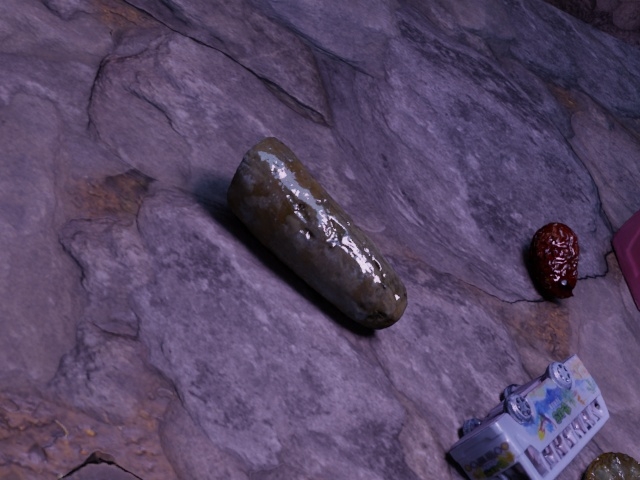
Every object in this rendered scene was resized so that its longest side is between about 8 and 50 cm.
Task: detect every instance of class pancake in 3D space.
[{"bbox_3d":[0.501,0.432,1.830,0.253,0.037,0.254,28,33,-21],"label":"pancake"}]

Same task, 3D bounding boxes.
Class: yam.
[{"bbox_3d":[0.000,0.000,1.764,0.330,0.133,0.133,45,31,0],"label":"yam"}]

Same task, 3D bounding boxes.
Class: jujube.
[{"bbox_3d":[0.435,0.033,2.208,0.104,0.104,0.166,31,34,-14],"label":"jujube"}]

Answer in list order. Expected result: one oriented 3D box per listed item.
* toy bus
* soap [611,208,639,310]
[{"bbox_3d":[0.320,0.280,1.773,0.136,0.109,0.329,57,34,7],"label":"toy bus"},{"bbox_3d":[0.773,-0.024,2.386,0.128,0.359,0.233,24,35,-26],"label":"soap"}]
